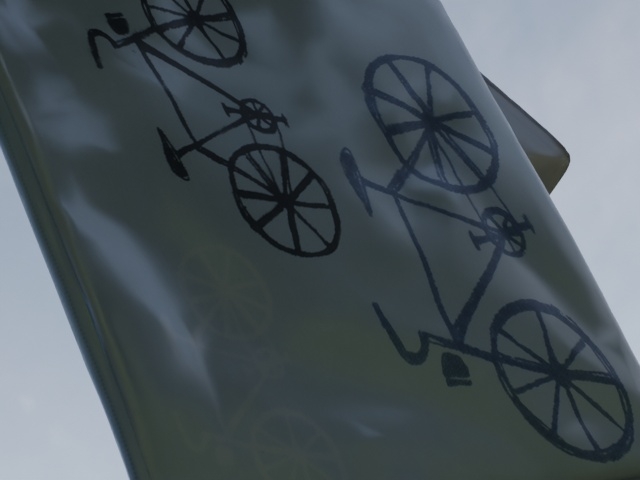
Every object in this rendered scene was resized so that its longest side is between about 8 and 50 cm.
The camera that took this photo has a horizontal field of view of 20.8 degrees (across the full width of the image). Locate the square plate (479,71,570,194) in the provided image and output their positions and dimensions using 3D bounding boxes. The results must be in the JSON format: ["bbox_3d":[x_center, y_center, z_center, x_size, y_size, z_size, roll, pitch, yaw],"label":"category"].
[{"bbox_3d":[0.018,-0.027,1.532,0.049,0.344,0.347,20,-69,-41],"label":"square plate"}]

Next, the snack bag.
[{"bbox_3d":[0.000,0.000,0.813,0.342,0.323,0.037,-3,-31,-43],"label":"snack bag"}]
